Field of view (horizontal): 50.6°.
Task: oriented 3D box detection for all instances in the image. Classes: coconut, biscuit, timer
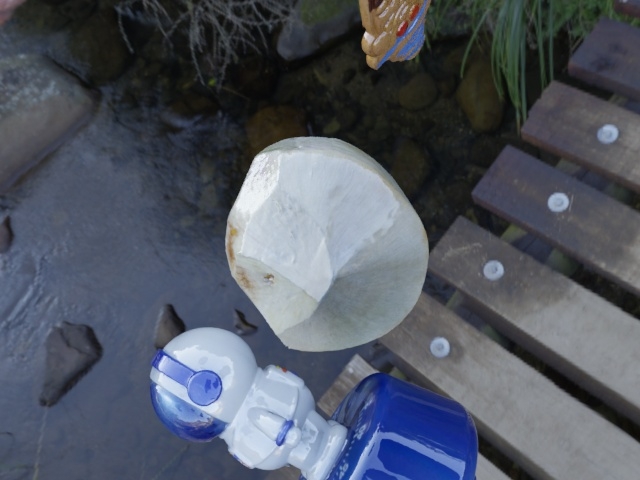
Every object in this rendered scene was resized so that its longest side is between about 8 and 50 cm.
[{"bbox_3d":[0.000,0.000,1.229,0.345,0.415,0.415,-39,59,14],"label":"coconut"},{"bbox_3d":[0.123,-0.363,1.074,0.043,0.280,0.183,30,93,20],"label":"biscuit"},{"bbox_3d":[-0.036,0.237,0.832,0.384,0.270,0.270,30,74,-4],"label":"timer"}]
